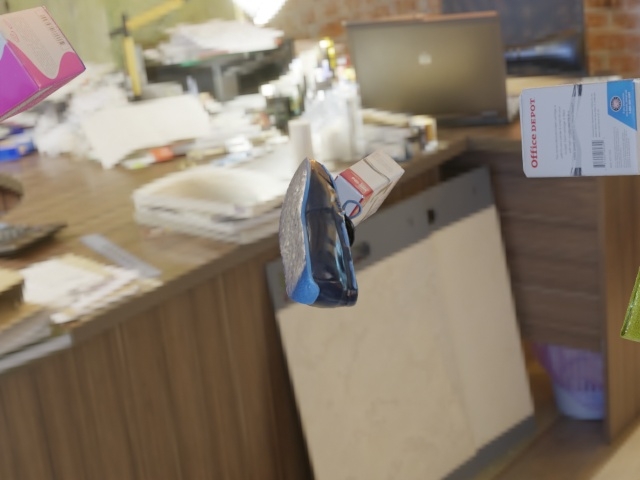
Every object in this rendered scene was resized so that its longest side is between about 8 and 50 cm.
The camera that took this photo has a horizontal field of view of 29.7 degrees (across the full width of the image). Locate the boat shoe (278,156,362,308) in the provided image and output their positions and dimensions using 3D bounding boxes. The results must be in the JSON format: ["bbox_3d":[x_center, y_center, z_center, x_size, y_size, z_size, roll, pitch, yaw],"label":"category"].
[{"bbox_3d":[0.000,0.000,1.543,0.089,0.109,0.258,17,43,-18],"label":"boat shoe"}]

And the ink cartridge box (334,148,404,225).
[{"bbox_3d":[0.056,-0.071,1.835,0.056,0.099,0.135,42,37,10],"label":"ink cartridge box"}]

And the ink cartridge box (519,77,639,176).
[{"bbox_3d":[0.406,-0.168,1.826,0.191,0.139,0.082,1,8,42],"label":"ink cartridge box"}]

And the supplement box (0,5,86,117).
[{"bbox_3d":[-0.417,-0.235,1.630,0.114,0.111,0.220,-32,9,11],"label":"supplement box"}]

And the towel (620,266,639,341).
[{"bbox_3d":[0.431,0.077,1.271,0.237,0.102,0.021,13,5,-19],"label":"towel"}]
